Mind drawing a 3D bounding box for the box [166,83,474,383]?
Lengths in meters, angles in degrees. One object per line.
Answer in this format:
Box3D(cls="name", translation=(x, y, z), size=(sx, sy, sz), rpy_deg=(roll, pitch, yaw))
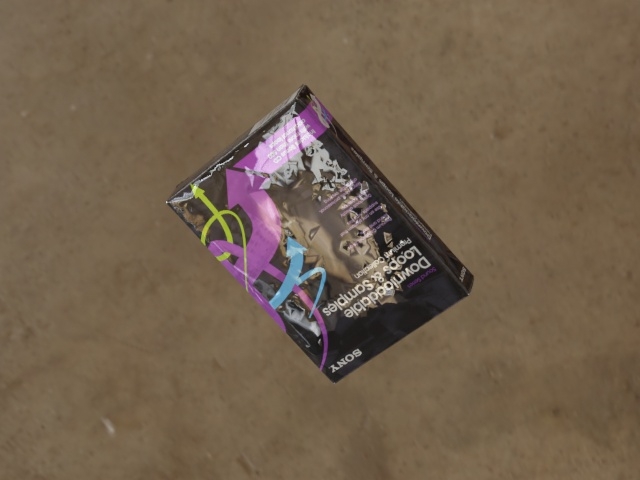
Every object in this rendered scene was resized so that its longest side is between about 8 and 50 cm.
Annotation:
Box3D(cls="box", translation=(0.000, 0.000, 0.851), size=(0.116, 0.162, 0.029), rpy_deg=(-36, 14, 27))
